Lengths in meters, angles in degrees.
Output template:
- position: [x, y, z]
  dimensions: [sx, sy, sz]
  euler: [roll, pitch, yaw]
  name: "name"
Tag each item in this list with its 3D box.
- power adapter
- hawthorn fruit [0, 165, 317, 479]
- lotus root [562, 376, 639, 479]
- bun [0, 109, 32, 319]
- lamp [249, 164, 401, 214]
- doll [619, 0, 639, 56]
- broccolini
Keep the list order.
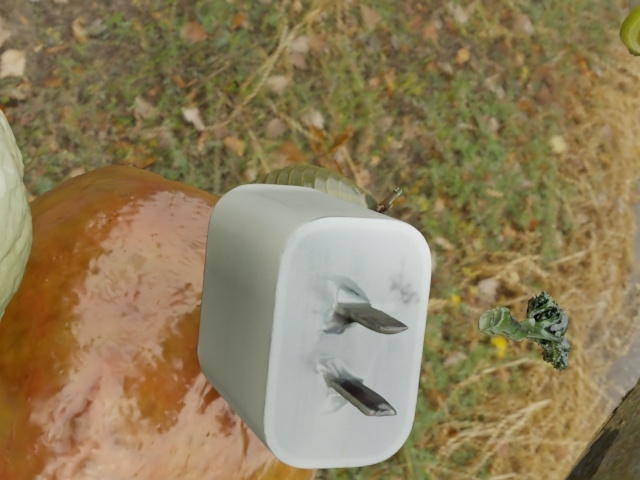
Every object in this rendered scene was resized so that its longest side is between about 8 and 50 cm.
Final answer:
- position: [-0.002, 0.064, 0.797]
  dimensions: [0.124, 0.255, 0.187]
  euler: [2, 100, -21]
  name: "power adapter"
- position: [-0.191, 0.147, 1.108]
  dimensions: [0.472, 0.472, 0.471]
  euler: [24, 55, -39]
  name: "hawthorn fruit"
- position: [0.164, 0.113, 0.355]
  dimensions: [0.350, 0.175, 0.175]
  euler: [-30, 95, -33]
  name: "lotus root"
- position: [-0.370, -0.064, 0.827]
  dimensions: [0.349, 0.352, 0.227]
  euler: [43, 77, -31]
  name: "bun"
- position: [0.000, 0.000, 1.512]
  dimensions: [0.250, 0.284, 0.250]
  euler: [54, 19, -28]
  name: "lamp"
- position: [0.254, -0.220, 0.738]
  dimensions: [0.135, 0.099, 0.241]
  euler: [30, 55, -66]
  name: "doll"
- position: [0.201, 0.079, 0.975]
  dimensions: [0.071, 0.057, 0.254]
  euler: [40, 7, 21]
  name: "broccolini"
